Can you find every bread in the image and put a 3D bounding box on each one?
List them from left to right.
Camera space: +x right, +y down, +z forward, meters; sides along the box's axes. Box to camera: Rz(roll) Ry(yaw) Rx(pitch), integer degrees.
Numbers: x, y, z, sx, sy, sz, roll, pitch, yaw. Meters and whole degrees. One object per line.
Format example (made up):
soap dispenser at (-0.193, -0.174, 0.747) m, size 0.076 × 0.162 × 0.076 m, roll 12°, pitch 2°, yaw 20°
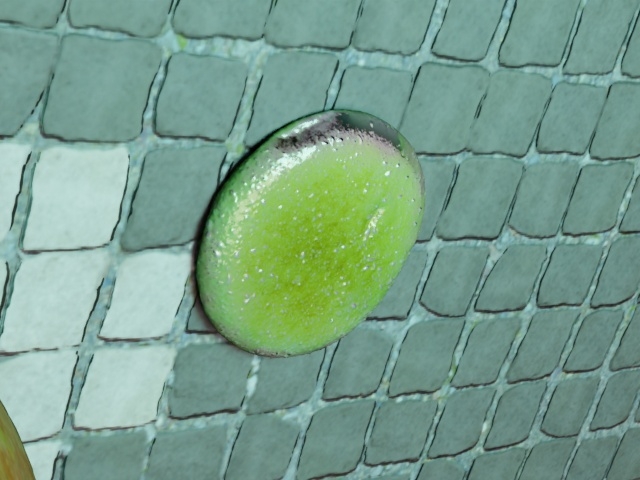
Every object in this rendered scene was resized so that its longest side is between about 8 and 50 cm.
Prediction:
bread at (0.000, 0.000, 1.140) m, size 0.229 × 0.033 × 0.228 m, roll -21°, pitch 127°, yaw -30°

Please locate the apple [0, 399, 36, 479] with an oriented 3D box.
apple at (-0.337, 0.173, 0.721) m, size 0.392 × 0.391 × 0.346 m, roll -11°, pitch 115°, yaw -36°
